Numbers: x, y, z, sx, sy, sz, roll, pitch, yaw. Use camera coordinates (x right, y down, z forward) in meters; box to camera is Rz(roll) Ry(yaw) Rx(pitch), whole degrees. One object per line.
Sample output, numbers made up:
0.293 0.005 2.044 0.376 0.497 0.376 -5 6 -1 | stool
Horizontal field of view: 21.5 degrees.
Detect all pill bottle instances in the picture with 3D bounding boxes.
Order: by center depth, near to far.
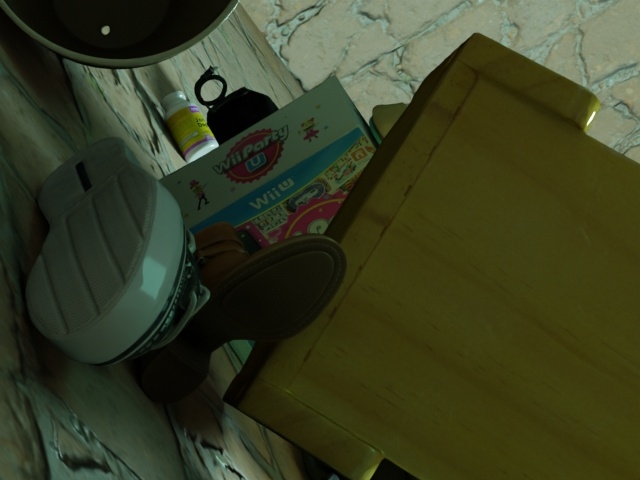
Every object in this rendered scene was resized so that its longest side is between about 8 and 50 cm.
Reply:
-0.158 -0.135 2.004 0.083 0.043 0.043 60 7 14 | pill bottle

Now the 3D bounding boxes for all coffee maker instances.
-0.095 -0.116 2.165 0.171 0.120 0.178 31 15 -18 | coffee maker

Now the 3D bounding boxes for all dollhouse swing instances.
0.145 0.066 1.382 0.305 0.347 0.315 32 -7 -4 | dollhouse swing

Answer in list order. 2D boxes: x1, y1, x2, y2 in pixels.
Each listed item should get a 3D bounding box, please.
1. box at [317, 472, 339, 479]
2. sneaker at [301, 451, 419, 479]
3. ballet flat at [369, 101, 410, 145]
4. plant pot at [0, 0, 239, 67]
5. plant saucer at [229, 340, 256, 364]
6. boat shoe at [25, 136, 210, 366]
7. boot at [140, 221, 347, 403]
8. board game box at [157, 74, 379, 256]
0.047 0.336 1.250 0.307 0.076 0.242 58 7 4 | box
0.090 0.201 1.734 0.257 0.169 0.447 58 9 -30 | sneaker
0.100 -0.116 1.757 0.080 0.073 0.232 58 7 2 | ballet flat
-0.199 -0.273 1.635 0.256 0.256 0.274 58 -9 -1 | plant pot
-0.063 0.118 1.677 0.192 0.018 0.067 56 7 -8 | plant saucer
-0.130 0.018 1.211 0.119 0.121 0.335 51 7 -20 | boat shoe
-0.066 0.026 1.312 0.073 0.197 0.152 49 18 -24 | boot
0.000 0.000 1.790 0.303 0.224 0.097 51 12 -42 | board game box
